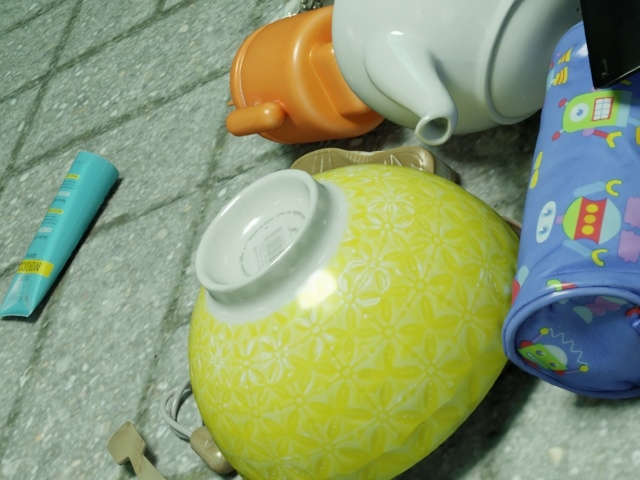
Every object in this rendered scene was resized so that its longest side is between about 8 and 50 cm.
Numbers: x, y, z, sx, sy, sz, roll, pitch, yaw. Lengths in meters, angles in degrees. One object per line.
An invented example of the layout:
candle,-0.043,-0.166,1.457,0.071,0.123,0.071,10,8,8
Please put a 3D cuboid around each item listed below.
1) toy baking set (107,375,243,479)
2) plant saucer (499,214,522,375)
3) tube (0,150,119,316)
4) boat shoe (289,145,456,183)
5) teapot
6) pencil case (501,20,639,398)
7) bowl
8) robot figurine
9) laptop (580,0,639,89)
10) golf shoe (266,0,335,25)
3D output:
toy baking set,-0.081,0.168,1.272,0.256,0.030,0.196,-30,32,21
plant saucer,0.097,0.067,1.179,0.199,0.036,0.198,-29,35,23
tube,-0.297,-0.002,1.693,0.080,0.052,0.207,-9,51,58
boat shoe,0.045,-0.050,1.352,0.170,0.059,0.063,0,81,40
teapot,0.149,-0.190,1.269,0.187,0.252,0.256,30,94,31
pencil case,0.212,-0.031,1.083,0.133,0.119,0.306,-14,42,31
bowl,-0.004,0.038,1.144,0.289,0.156,0.289,-29,35,23
robot figurine,-0.005,-0.159,1.458,0.219,0.128,0.158,-1,70,59
laptop,0.341,-0.197,1.116,0.234,0.264,0.136,-87,13,-47
golf shoe,-0.011,-0.257,1.648,0.176,0.069,0.086,-41,26,2
